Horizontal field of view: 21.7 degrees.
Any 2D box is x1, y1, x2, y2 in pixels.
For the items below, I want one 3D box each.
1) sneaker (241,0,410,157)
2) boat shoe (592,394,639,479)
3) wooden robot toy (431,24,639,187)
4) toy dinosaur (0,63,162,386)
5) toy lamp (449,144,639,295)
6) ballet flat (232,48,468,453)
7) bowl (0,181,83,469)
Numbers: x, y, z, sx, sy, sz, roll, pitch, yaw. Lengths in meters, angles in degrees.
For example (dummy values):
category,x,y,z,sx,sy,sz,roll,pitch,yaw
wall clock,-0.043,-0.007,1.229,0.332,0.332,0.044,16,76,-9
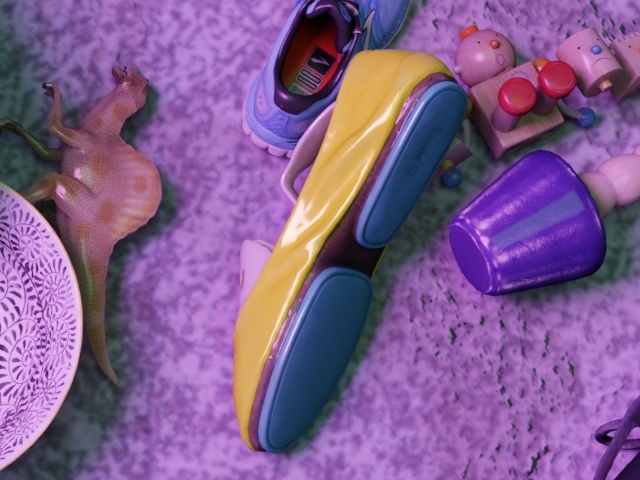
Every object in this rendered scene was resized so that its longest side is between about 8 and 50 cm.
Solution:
category,x,y,z,sx,sy,sz,roll,pitch,yaw
sneaker,0.013,-0.123,0.938,0.063,0.073,0.162,26,73,-3
boat shoe,0.225,0.121,0.867,0.500,0.187,0.156,-17,74,-19
wooden robot toy,0.112,-0.098,0.956,0.173,0.076,0.079,-25,71,-16
toy dinosaur,-0.132,-0.020,0.896,0.092,0.053,0.183,8,75,-10
toy lamp,0.200,-0.047,0.952,0.274,0.080,0.080,-26,82,-15
ballet flat,0.000,0.000,0.901,0.077,0.077,0.231,28,94,32
bowl,-0.208,0.050,0.850,0.170,0.080,0.170,3,75,-10
